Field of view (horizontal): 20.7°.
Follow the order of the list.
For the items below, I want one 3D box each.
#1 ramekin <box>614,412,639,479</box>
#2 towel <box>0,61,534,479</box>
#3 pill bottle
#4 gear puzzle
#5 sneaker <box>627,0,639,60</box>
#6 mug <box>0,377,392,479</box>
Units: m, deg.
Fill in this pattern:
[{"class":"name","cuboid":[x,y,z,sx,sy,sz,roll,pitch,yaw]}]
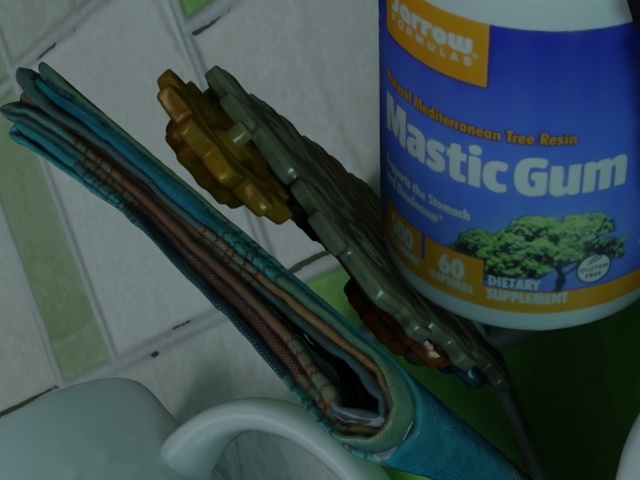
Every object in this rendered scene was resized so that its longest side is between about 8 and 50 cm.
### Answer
[{"class":"ramekin","cuboid":[0.260,0.141,0.768,0.277,0.135,0.277,20,117,45]},{"class":"towel","cuboid":[0.012,0.063,0.897,0.040,0.370,0.271,-49,59,-1]},{"class":"pill bottle","cuboid":[0.101,-0.104,0.811,0.152,0.152,0.272,37,144,37]},{"class":"gear puzzle","cuboid":[0.000,0.000,0.908,0.044,0.339,0.175,-40,67,8]},{"class":"sneaker","cuboid":[0.194,-0.116,0.709,0.107,0.124,0.283,29,151,29]},{"class":"mug","cuboid":[-0.094,0.269,1.159,0.374,0.276,0.328,-47,69,13]}]
